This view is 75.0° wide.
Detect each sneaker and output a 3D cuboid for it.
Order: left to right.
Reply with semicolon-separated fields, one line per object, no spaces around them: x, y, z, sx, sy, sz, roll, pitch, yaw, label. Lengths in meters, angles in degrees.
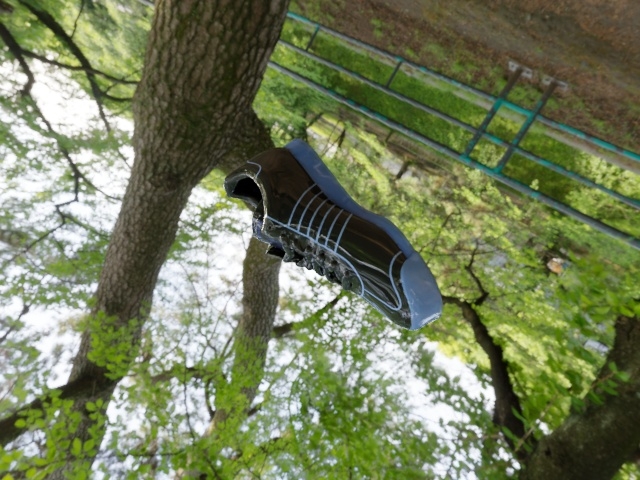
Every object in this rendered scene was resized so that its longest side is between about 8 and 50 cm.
0.000;0.000;0.373;0.232;0.091;0.081;48;158;31;sneaker
